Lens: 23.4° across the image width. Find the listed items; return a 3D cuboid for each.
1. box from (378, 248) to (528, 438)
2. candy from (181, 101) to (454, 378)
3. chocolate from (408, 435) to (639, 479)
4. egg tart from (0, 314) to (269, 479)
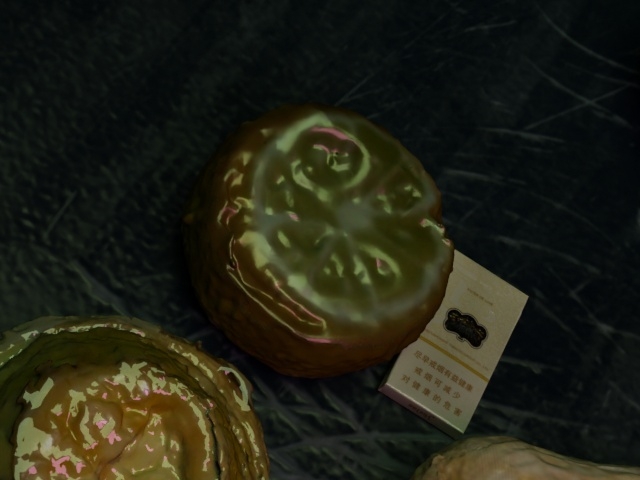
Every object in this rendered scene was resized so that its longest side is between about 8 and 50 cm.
[{"bbox_3d":[0.129,0.097,1.481,0.090,0.024,0.167,33,60,-5],"label":"box"},{"bbox_3d":[0.000,0.000,1.423,0.260,0.118,0.260,8,67,-20],"label":"candy"},{"bbox_3d":[0.213,0.250,1.391,0.309,0.134,0.134,11,64,-18],"label":"chocolate"},{"bbox_3d":[-0.173,0.189,1.273,0.315,0.120,0.315,8,66,-18],"label":"egg tart"}]
